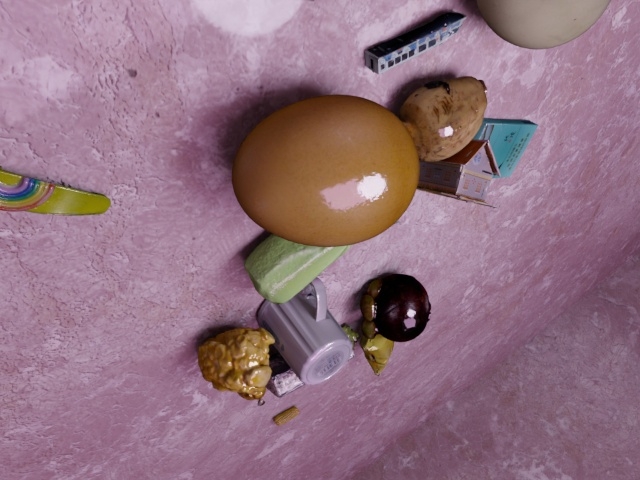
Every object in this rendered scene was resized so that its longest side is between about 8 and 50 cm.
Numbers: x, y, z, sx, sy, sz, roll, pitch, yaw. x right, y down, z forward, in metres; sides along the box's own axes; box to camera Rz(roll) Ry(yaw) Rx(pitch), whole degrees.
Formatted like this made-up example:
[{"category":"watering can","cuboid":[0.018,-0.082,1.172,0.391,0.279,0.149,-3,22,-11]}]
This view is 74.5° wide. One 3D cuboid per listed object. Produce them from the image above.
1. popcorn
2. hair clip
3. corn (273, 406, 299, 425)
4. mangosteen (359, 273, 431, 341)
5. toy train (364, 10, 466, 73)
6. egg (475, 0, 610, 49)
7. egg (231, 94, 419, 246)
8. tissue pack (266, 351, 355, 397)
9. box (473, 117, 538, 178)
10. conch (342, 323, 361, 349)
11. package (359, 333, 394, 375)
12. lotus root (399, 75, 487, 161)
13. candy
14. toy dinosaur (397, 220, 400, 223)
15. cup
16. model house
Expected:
[{"category":"popcorn","cuboid":[-0.191,0.266,0.953,0.140,0.194,0.164,19,88,-44]},{"category":"hair clip","cuboid":[-0.396,-0.062,0.596,0.188,0.033,0.060,12,121,-44]},{"category":"corn","cuboid":[-0.115,0.598,1.432,0.092,0.037,0.037,-23,138,-25]},{"category":"mangosteen","cuboid":[0.215,0.191,1.208,0.209,0.210,0.210,-22,137,-22]},{"category":"toy train","cuboid":[0.177,-0.365,0.768,0.207,0.043,0.047,-31,142,-13]},{"category":"egg","cuboid":[0.382,-0.451,0.719,0.269,0.219,0.219,10,119,-48]},{"category":"egg","cuboid":[0.012,-0.112,0.707,0.322,0.250,0.250,-13,133,-25]},{"category":"tissue pack","cuboid":[-0.045,0.327,1.140,0.235,0.173,0.073,-20,94,-25]},{"category":"box","cuboid":[0.462,-0.238,1.115,0.229,0.041,0.162,-9,131,-33]},{"category":"conch","cuboid":[0.070,0.300,1.296,0.121,0.074,0.089,-9,100,-11]},{"category":"package","cuboid":[0.187,0.320,1.352,0.168,0.090,0.226,-62,149,-32]},{"category":"lotus root","cuboid":[0.249,-0.252,0.855,0.256,0.140,0.155,-35,135,-17]},{"category":"candy","cuboid":[0.000,0.000,0.896,0.343,0.132,0.142,-38,135,-3]},{"category":"toy dinosaur","cuboid":[0.174,-0.043,1.082,0.062,0.021,0.083,-37,137,6]},{"category":"cup","cuboid":[-0.039,0.208,1.000,0.166,0.202,0.221,-32,140,-15]},{"category":"model house","cuboid":[0.301,-0.166,0.967,0.207,0.219,0.136,7,102,-32]}]
